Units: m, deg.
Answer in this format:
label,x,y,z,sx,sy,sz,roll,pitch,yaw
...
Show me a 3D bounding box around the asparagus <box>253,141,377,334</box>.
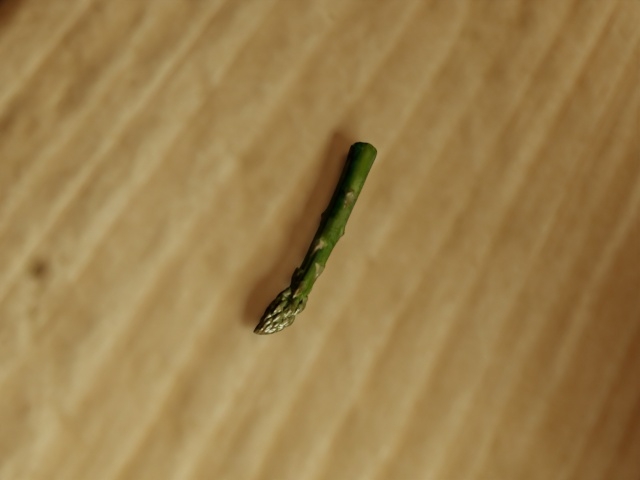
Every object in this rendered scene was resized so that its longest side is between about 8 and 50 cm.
label,x,y,z,sx,sy,sz,roll,pitch,yaw
asparagus,0.000,0.000,0.756,0.015,0.014,0.114,11,51,20
